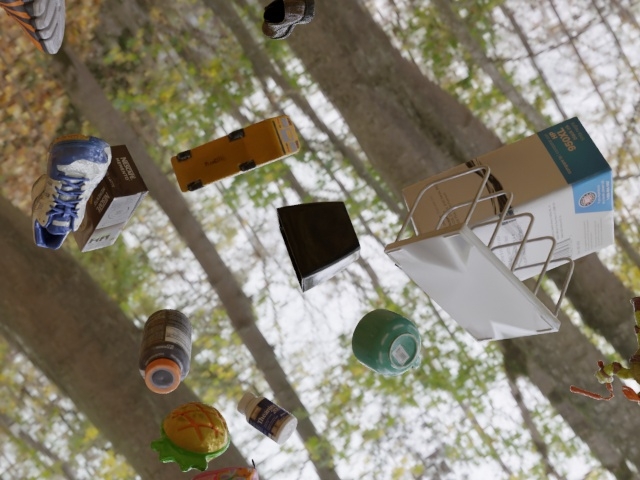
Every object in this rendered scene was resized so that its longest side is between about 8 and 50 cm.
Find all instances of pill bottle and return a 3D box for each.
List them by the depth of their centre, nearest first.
[{"bbox_3d":[-0.114,0.368,1.929,0.120,0.067,0.067,29,-129,24],"label":"pill bottle"},{"bbox_3d":[-0.399,0.289,2.370,0.130,0.130,0.246,-30,-156,10],"label":"pill bottle"}]

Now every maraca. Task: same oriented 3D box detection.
[{"bbox_3d":[-0.229,0.350,1.634,0.186,0.127,0.099,-52,161,-69],"label":"maraca"}]

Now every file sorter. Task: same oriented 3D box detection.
[{"bbox_3d":[0.298,0.027,1.666,0.193,0.277,0.173,-17,-144,51],"label":"file sorter"}]

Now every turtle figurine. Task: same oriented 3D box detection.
[{"bbox_3d":[0.598,0.215,1.694,0.269,0.087,0.217,3,-106,33],"label":"turtle figurine"}]

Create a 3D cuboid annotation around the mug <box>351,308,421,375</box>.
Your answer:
[{"bbox_3d":[0.155,0.215,1.917,0.157,0.129,0.097,-2,-168,-32],"label":"mug"}]

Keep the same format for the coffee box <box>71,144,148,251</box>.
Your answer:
[{"bbox_3d":[-0.523,-0.099,2.217,0.098,0.141,0.246,-16,160,-41],"label":"coffee box"}]

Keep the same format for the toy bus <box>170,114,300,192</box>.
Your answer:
[{"bbox_3d":[-0.228,-0.225,2.414,0.332,0.108,0.130,-17,-174,31],"label":"toy bus"}]

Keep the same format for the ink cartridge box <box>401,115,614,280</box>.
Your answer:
[{"bbox_3d":[0.397,-0.049,1.938,0.395,0.285,0.166,-23,-126,3],"label":"ink cartridge box"}]

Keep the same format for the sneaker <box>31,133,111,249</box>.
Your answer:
[{"bbox_3d":[-0.443,-0.079,1.634,0.112,0.131,0.296,8,154,-23],"label":"sneaker"}]

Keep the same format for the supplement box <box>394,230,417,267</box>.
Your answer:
[{"bbox_3d":[0.236,0.032,2.316,0.083,0.056,0.083,-54,172,-20],"label":"supplement box"}]

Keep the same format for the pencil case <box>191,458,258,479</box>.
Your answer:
[{"bbox_3d":[-0.134,0.511,1.504,0.124,0.284,0.124,-11,151,-6],"label":"pencil case"}]

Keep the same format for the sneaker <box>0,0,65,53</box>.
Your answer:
[{"bbox_3d":[-0.580,-0.470,1.658,0.180,0.321,0.125,1,-127,6],"label":"sneaker"}]

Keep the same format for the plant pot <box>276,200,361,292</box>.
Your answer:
[{"bbox_3d":[0.000,0.000,2.280,0.167,0.188,0.187,-20,167,-6],"label":"plant pot"}]

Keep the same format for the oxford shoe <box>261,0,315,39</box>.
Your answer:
[{"bbox_3d":[-0.102,-0.540,2.209,0.096,0.083,0.227,-5,176,-25],"label":"oxford shoe"}]
